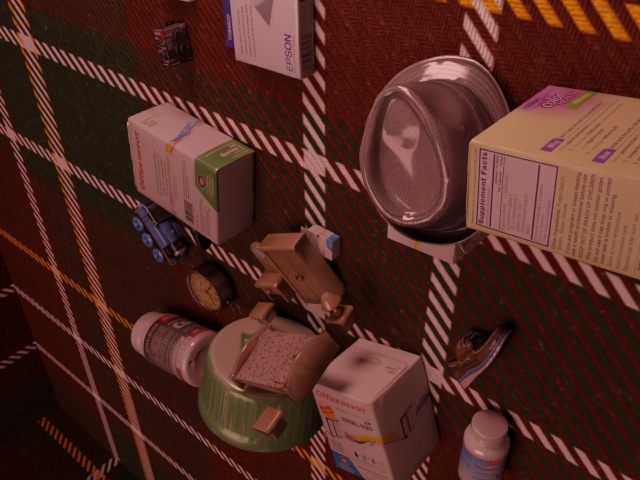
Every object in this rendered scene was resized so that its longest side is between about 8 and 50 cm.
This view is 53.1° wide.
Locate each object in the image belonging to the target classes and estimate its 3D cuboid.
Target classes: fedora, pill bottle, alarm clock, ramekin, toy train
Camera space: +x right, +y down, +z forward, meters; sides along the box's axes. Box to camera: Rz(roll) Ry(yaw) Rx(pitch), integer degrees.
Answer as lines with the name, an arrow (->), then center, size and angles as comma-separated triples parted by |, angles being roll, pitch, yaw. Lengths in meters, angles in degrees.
fedora -> 0.137, -0.126, 0.894 | 0.244, 0.124, 0.275 | -3, 93, 37
pill bottle -> 0.312, 0.399, 1.218 | 0.087, 0.087, 0.160 | 25, 134, 32
alarm clock -> -0.268, 0.131, 1.645 | 0.192, 0.064, 0.129 | 37, 139, 25
ramekin -> -0.121, 0.306, 1.443 | 0.303, 0.303, 0.148 | 29, 129, 29
toy train -> -0.418, -0.023, 1.678 | 0.105, 0.080, 0.184 | -26, 98, 46
pill bottle -> -0.411, 0.303, 1.845 | 0.283, 0.161, 0.161 | 14, 127, 40

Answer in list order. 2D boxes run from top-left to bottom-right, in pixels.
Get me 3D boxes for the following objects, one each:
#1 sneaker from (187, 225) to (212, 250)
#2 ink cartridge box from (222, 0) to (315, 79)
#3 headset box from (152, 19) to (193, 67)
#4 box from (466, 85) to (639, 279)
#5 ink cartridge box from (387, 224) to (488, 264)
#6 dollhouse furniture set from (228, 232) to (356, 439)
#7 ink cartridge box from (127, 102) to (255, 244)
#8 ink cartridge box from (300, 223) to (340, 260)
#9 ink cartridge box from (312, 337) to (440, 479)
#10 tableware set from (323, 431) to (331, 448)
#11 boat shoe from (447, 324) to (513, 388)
sneaker -> -0.317, -0.062, 1.565 | 0.089, 0.051, 0.170 | 15, 123, 39
ink cartridge box -> -0.107, -0.407, 1.087 | 0.224, 0.045, 0.223 | 25, 134, 32
headset box -> -0.294, -0.395, 1.277 | 0.032, 0.062, 0.083 | 19, 129, 36
box -> 0.329, -0.076, 0.740 | 0.243, 0.213, 0.117 | 21, 131, 35
ink cartridge box -> 0.191, -0.036, 1.015 | 0.143, 0.092, 0.090 | 23, 132, 32
dollhouse furniture set -> -0.126, 0.167, 1.258 | 0.303, 0.355, 0.174 | -2, 133, 48
ink cartridge box -> -0.282, -0.151, 1.403 | 0.278, 0.117, 0.201 | 31, 137, 26
ink cartridge box -> 0.000, 0.000, 1.293 | 0.083, 0.028, 0.048 | 28, 135, 30
ink cartridge box -> 0.115, 0.355, 1.324 | 0.171, 0.168, 0.232 | 8, 122, 44
tableware set -> 0.058, 0.489, 1.591 | 0.128, 0.039, 0.194 | 35, 138, 23
boat shoe -> 0.271, 0.197, 1.126 | 0.066, 0.066, 0.183 | 42, 141, 17
